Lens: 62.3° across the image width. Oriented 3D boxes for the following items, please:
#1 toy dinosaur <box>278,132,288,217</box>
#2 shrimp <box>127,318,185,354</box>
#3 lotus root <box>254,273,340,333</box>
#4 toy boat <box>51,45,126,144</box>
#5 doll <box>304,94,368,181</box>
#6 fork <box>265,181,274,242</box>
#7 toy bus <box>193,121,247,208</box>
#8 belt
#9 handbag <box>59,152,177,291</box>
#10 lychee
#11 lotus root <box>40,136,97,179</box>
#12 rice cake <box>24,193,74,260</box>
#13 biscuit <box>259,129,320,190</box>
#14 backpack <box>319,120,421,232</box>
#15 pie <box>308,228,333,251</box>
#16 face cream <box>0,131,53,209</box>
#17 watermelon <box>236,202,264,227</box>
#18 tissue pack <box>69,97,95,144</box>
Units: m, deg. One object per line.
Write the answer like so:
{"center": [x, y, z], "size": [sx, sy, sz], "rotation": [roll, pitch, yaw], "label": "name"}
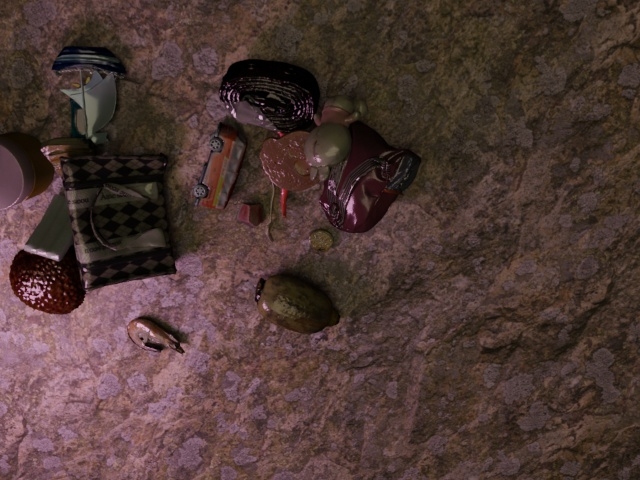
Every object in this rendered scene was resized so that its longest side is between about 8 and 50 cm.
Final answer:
{"center": [-0.082, -0.223, 1.687], "size": [0.139, 0.070, 0.286], "rotation": [-15, 110, -16], "label": "toy dinosaur"}
{"center": [-0.590, 0.359, 1.891], "size": [0.223, 0.047, 0.126], "rotation": [31, 113, -2], "label": "shrimp"}
{"center": [-0.070, 0.216, 1.776], "size": [0.309, 0.173, 0.173], "rotation": [22, 108, -13], "label": "lotus root"}
{"center": [-0.697, -0.438, 1.617], "size": [0.220, 0.067, 0.291], "rotation": [0, 105, -4], "label": "toy boat"}
{"center": [0.028, -0.297, 1.467], "size": [0.113, 0.155, 0.275], "rotation": [47, 61, -44], "label": "doll"}
{"center": [-0.166, -0.096, 1.734], "size": [0.028, 0.034, 0.219], "rotation": [0, 108, -7], "label": "fork"}
{"center": [-0.311, -0.229, 1.657], "size": [0.120, 0.121, 0.265], "rotation": [18, 107, -13], "label": "toy bus"}
{"center": [-0.146, -0.433, 1.564], "size": [0.289, 0.164, 0.184], "rotation": [11, 134, -3], "label": "belt"}
{"center": [-0.614, -0.073, 1.662], "size": [0.316, 0.180, 0.416], "rotation": [-10, 105, -23], "label": "handbag"}
{"center": [-0.883, 0.122, 1.733], "size": [0.236, 0.236, 0.271], "rotation": [-8, 118, 5], "label": "lychee"}
{"center": [-0.778, -0.272, 1.665], "size": [0.144, 0.070, 0.143], "rotation": [-13, 141, -10], "label": "lotus root"}
{"center": [-0.829, -0.043, 1.682], "size": [0.127, 0.237, 0.043], "rotation": [15, 142, -4], "label": "rice cake"}
{"center": [-0.071, -0.241, 1.582], "size": [0.208, 0.049, 0.181], "rotation": [-16, 110, 18], "label": "biscuit"}
{"center": [0.112, -0.179, 1.598], "size": [0.283, 0.197, 0.317], "rotation": [39, 110, 29], "label": "backpack"}
{"center": [0.000, 0.000, 1.766], "size": [0.085, 0.017, 0.085], "rotation": [1, 109, 3], "label": "pie"}
{"center": [-0.979, -0.219, 1.647], "size": [0.218, 0.179, 0.218], "rotation": [1, 108, 2], "label": "face cream"}
{"center": [-0.233, -0.082, 1.723], "size": [0.092, 0.072, 0.084], "rotation": [-11, 90, 10], "label": "watermelon"}
{"center": [-0.747, -0.376, 1.669], "size": [0.085, 0.028, 0.138], "rotation": [6, 105, -4], "label": "tissue pack"}
